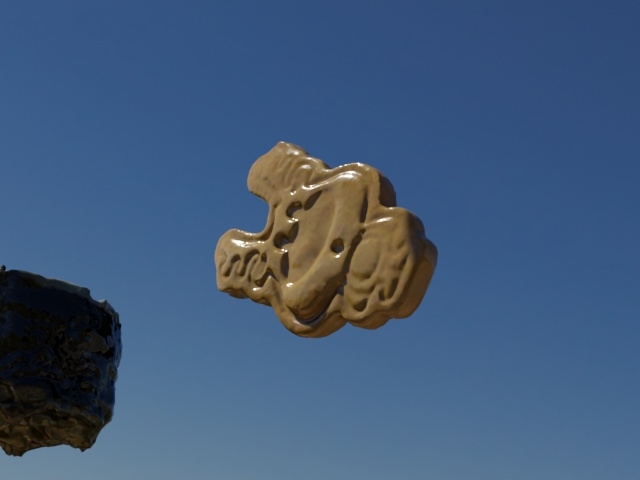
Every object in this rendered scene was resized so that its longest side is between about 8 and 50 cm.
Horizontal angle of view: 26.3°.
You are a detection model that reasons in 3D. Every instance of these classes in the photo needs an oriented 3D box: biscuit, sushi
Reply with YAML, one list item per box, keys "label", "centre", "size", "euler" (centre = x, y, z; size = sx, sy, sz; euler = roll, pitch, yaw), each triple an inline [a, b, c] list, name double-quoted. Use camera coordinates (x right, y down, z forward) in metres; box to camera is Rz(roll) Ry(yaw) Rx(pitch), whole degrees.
- label: "biscuit"
  centre: [-0.001, 0.003, 1.086]
  size: [0.040, 0.144, 0.236]
  euler: [19, 1, -39]
- label: "sushi"
  centre: [-0.251, 0.088, 0.979]
  size: [0.212, 0.115, 0.147]
  euler: [0, -29, 20]
